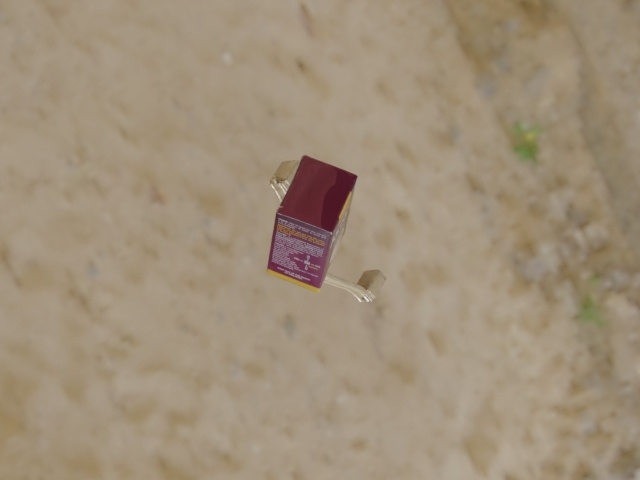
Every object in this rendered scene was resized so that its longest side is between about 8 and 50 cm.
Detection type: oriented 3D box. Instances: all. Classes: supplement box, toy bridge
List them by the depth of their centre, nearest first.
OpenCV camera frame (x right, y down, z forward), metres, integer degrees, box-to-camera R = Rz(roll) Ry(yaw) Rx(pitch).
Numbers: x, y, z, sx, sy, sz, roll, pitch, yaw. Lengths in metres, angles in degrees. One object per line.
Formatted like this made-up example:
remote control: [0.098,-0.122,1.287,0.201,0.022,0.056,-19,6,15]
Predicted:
supplement box: [-0.006,-0.011,1.372,0.043,0.083,0.055,21,59,6]
toy bridge: [0.000,0.000,2.034,0.188,0.026,0.063,52,53,-31]
